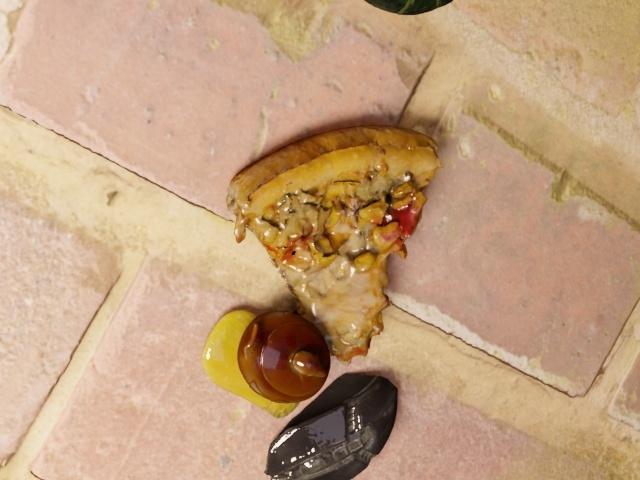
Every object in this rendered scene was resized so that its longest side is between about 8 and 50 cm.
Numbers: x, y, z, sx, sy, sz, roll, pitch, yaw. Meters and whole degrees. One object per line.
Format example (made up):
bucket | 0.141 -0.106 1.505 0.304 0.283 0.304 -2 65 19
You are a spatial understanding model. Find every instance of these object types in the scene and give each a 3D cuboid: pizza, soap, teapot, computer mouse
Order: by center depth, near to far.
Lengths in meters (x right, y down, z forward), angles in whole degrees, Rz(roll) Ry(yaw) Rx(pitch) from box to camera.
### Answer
teapot | -0.037 0.127 1.465 0.129 0.078 0.098 35 75 -36
pizza | 0.000 0.000 1.496 0.251 0.074 0.287 11 97 -32
soap | -0.065 0.141 1.519 0.168 0.033 0.089 35 85 -37
computer mouse | 0.023 0.232 1.589 0.192 0.062 0.105 -35 121 -21

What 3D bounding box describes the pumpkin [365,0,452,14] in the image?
pumpkin | 0.098 -0.320 1.422 0.167 0.125 0.167 -1 97 -10
